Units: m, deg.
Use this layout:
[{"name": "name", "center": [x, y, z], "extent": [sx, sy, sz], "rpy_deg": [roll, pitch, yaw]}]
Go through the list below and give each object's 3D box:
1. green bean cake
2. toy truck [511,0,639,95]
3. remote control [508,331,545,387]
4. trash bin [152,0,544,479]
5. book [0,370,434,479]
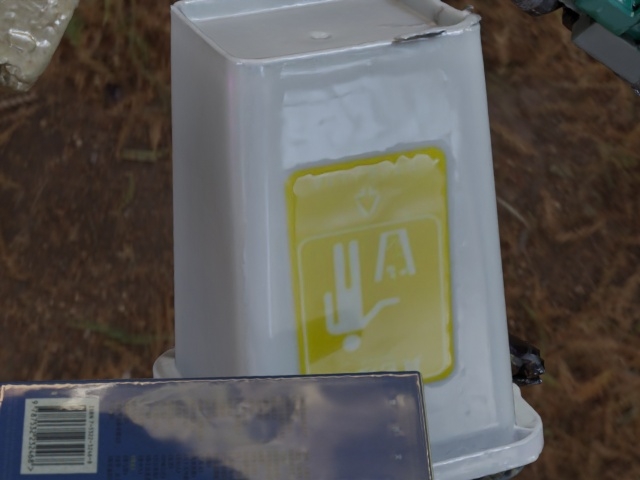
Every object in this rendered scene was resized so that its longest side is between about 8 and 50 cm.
[{"name": "green bean cake", "center": [-0.228, -0.208, 1.061], "extent": [0.109, 0.085, 0.179], "rpy_deg": [29, 81, -25]}, {"name": "toy truck", "center": [0.288, -0.286, 1.273], "extent": [0.176, 0.363, 0.178], "rpy_deg": [31, 135, -22]}, {"name": "remote control", "center": [0.119, 0.095, 1.674], "extent": [0.145, 0.062, 0.399], "rpy_deg": [-13, 151, 35]}, {"name": "trash bin", "center": [0.000, 0.000, 1.060], "extent": [0.256, 0.296, 0.367], "rpy_deg": [-11, 115, -16]}, {"name": "book", "center": [-0.064, 0.166, 0.859], "extent": [0.269, 0.191, 0.025], "rpy_deg": [-1, 144, -4]}]
